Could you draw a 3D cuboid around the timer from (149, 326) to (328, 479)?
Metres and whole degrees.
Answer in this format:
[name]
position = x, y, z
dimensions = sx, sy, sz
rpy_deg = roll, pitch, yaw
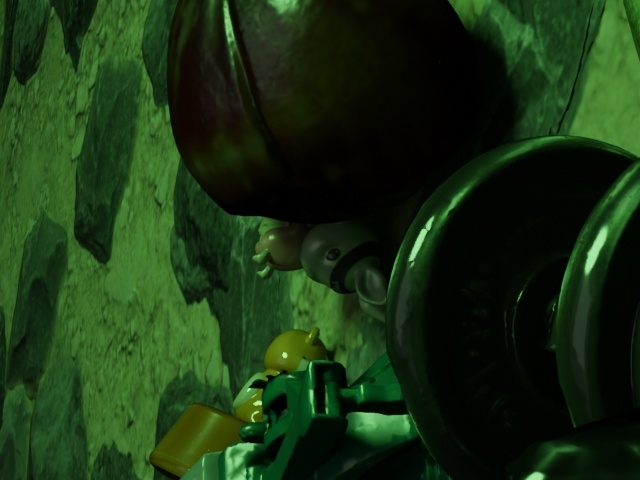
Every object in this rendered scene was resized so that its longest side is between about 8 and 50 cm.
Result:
[timer]
position = -0.040, 0.135, 1.233
dimensions = 0.152, 0.132, 0.132
rpy_deg = -61, 21, -13

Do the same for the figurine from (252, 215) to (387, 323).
[figurine]
position = 0.001, 0.005, 1.194
dimensions = 0.098, 0.081, 0.146
rpy_deg = -22, 56, 20

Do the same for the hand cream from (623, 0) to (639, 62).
[hand cream]
position = 0.185, -0.131, 0.861
dimensions = 0.086, 0.055, 0.235
rpy_deg = 55, -151, -63

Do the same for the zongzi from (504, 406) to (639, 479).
[zongzi]
position = 0.277, 0.150, 0.381
dimensions = 0.383, 0.319, 0.362
rpy_deg = -28, 52, 39

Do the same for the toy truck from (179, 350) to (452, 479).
[toy truck]
position = 0.023, 0.157, 0.977
dimensions = 0.363, 0.178, 0.176
rpy_deg = 126, 146, -57

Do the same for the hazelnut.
[hazelnut]
position = -0.003, -0.119, 1.081
dimensions = 0.229, 0.229, 0.229
rpy_deg = -172, 90, -66

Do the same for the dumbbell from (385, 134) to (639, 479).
[dumbbell]
position = 0.149, 0.043, 0.723
dimensions = 0.290, 0.192, 0.192
rpy_deg = 179, 98, -66
